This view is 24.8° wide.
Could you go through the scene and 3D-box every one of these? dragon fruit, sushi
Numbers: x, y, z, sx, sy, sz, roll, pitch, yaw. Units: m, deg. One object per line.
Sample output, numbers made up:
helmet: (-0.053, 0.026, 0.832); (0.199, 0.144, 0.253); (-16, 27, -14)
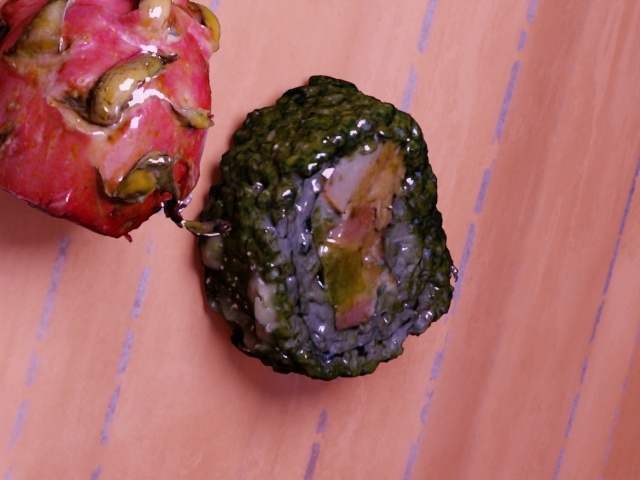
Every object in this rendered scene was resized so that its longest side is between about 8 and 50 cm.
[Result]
dragon fruit: (-0.217, -0.156, 1.492); (0.250, 0.269, 0.291); (34, 82, -52)
sushi: (0.000, 0.000, 1.776); (0.294, 0.178, 0.351); (-30, 123, -30)
